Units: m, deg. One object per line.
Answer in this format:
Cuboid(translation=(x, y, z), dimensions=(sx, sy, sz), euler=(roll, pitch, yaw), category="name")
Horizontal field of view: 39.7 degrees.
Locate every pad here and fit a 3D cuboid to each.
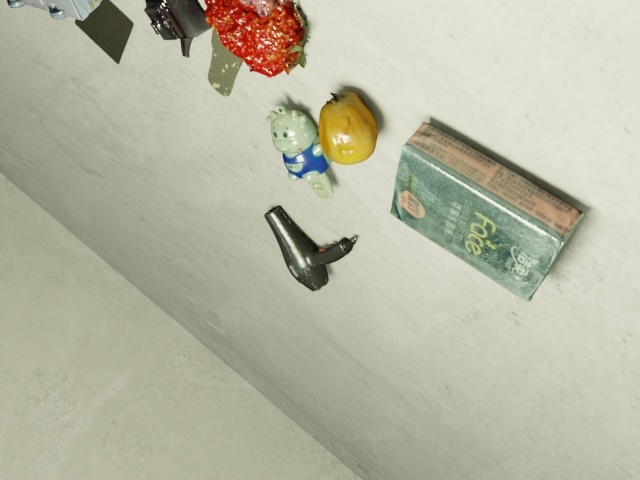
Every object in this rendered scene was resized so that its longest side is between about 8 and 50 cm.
Cuboid(translation=(-0.493, -0.491, 2.011), dimensions=(0.143, 0.003, 0.211), euler=(43, 155, -7), category="pad")

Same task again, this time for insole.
Cuboid(translation=(-0.192, -0.368, 1.792), dimensions=(0.081, 0.011, 0.248), euler=(39, 154, 5), category="insole")

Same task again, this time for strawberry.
Cuboid(translation=(-0.128, -0.385, 1.574), dimensions=(0.228, 0.098, 0.174), euler=(38, 155, 4), category="strawberry")

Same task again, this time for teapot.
Cuboid(translation=(-0.290, -0.436, 1.716), dimensions=(0.087, 0.096, 0.177), euler=(13, 143, 45), category="teapot")

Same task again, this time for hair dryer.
Cuboid(translation=(0.000, 0.000, 2.094), dimensions=(0.271, 0.091, 0.236), euler=(-17, 110, 47), category="hair dryer")

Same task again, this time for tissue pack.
Cuboid(translation=(0.280, -0.051, 1.558), dimensions=(0.315, 0.103, 0.228), euler=(33, 156, 16), category="tissue pack")

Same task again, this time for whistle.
Cuboid(translation=(-0.035, -0.176, 1.796), dimensions=(0.110, 0.092, 0.244), euler=(5, 138, 35), category="whistle")

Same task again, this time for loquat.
Cuboid(translation=(0.048, -0.203, 1.611), dimensions=(0.113, 0.137, 0.137), euler=(-11, 134, 15), category="loquat")

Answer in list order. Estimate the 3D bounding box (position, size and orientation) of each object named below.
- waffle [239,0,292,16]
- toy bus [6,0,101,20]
Cuboid(translation=(-0.084, -0.467, 1.349), dimensions=(0.234, 0.055, 0.221), euler=(-30, 110, 34), category="waffle")
Cuboid(translation=(-0.583, -0.557, 1.871), dimensions=(0.329, 0.136, 0.109), euler=(22, 147, 34), category="toy bus")
